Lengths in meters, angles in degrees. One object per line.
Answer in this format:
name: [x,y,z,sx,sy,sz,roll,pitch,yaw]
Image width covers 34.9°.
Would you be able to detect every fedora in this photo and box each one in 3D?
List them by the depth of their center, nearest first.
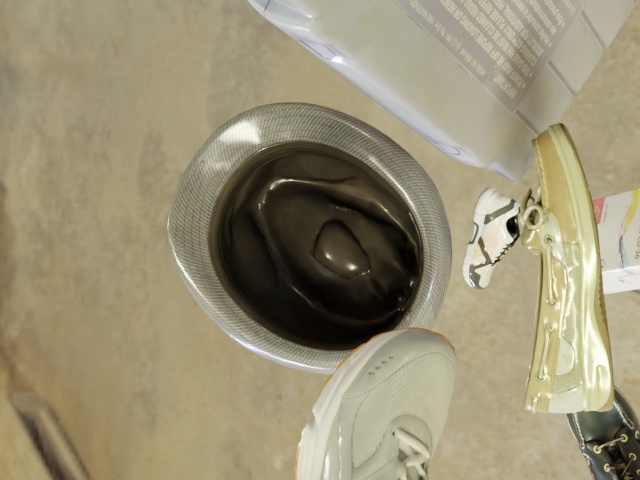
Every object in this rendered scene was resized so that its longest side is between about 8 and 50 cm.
fedora: [0.000,0.000,1.005,0.275,0.124,0.244,29,96,9]

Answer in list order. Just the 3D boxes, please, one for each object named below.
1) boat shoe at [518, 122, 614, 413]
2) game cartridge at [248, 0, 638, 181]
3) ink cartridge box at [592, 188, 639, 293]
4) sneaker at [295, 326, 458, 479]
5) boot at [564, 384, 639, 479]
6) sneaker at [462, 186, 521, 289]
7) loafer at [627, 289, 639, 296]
boat shoe: [0.121,0.017,0.529,0.048,0.056,0.153,-7,104,13]
game cartridge: [0.092,-0.174,0.559,0.068,0.355,0.230,41,99,30]
ink cartridge box: [0.419,-0.005,1.291,0.198,0.067,0.115,-17,52,57]
sneaker: [0.036,0.178,0.608,0.121,0.099,0.262,9,68,51]
boot: [0.379,0.289,1.256,0.085,0.178,0.236,-25,100,11]
sneaker: [0.167,0.004,0.983,0.043,0.040,0.109,23,125,26]
loafer: [0.631,0.028,1.607,0.130,0.366,0.134,176,95,-71]
